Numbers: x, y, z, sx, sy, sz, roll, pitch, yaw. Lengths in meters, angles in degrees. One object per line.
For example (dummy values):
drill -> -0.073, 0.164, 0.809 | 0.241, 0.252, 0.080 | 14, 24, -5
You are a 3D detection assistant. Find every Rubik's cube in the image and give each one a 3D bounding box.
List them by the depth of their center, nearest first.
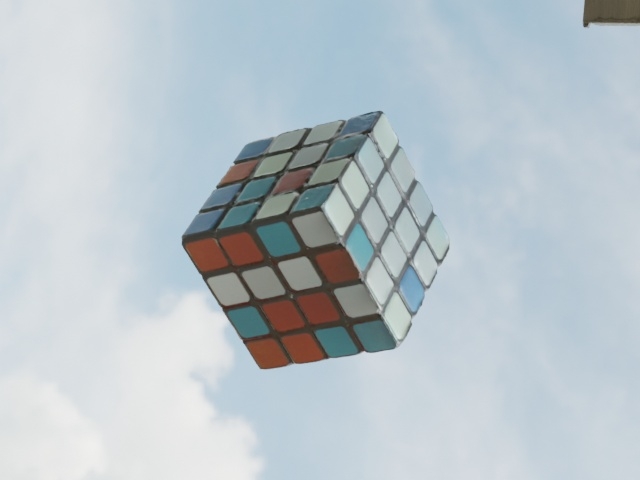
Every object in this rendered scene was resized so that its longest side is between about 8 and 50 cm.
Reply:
Rubik's cube -> 0.000, 0.000, 1.263 | 0.151, 0.154, 0.155 | -13, -59, 33

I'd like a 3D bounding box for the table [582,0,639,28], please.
table -> 0.277, -0.268, 1.111 | 0.167, 0.167, 0.226 | -7, -109, 49
